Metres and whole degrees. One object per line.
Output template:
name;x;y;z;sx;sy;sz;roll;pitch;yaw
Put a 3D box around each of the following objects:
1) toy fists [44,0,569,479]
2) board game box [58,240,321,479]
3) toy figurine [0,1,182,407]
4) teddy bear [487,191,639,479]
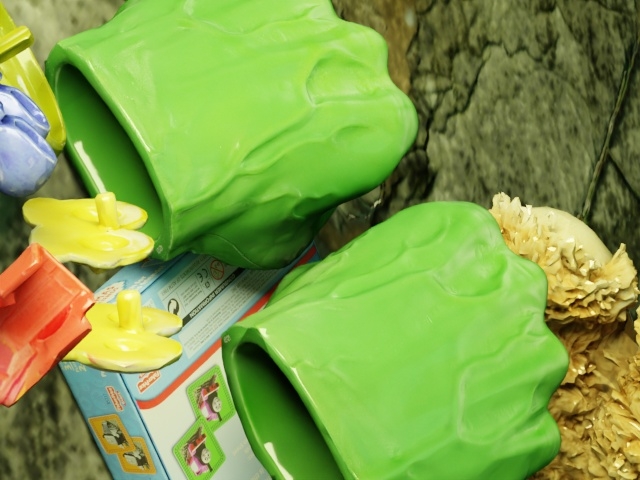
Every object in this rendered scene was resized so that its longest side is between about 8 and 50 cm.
toy fists;0.000;0.000;0.855;0.142;0.096;0.279;-25;72;-28
board game box;-0.031;0.094;0.929;0.160;0.039;0.212;-44;118;-47
toy figurine;-0.202;-0.001;0.651;0.191;0.217;0.362;44;6;-22
teddy bear;0.137;0.116;0.975;0.245;0.338;0.113;31;57;3
